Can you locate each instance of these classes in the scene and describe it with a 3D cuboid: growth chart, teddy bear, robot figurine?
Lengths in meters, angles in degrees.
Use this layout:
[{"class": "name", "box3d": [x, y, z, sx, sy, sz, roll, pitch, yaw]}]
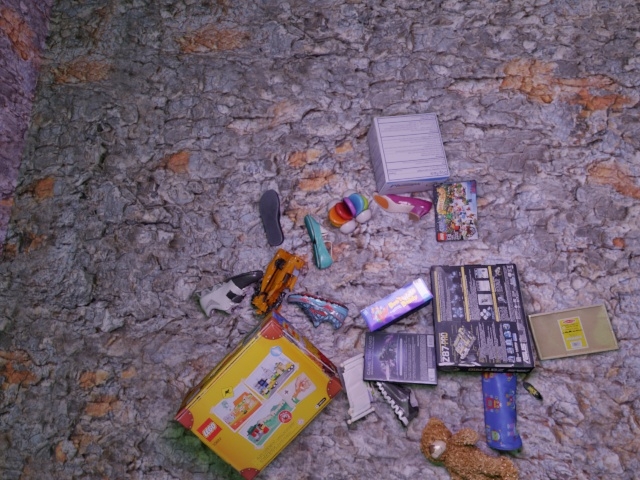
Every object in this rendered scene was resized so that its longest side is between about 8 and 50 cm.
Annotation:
[{"class": "growth chart", "box3d": [0.149, 0.560, 1.613, 0.021, 0.172, 0.237, -21, 73, 46]}, {"class": "teddy bear", "box3d": [0.509, 0.772, 1.470, 0.338, 0.113, 0.245, 38, 131, 12]}, {"class": "robot figurine", "box3d": [-0.184, 0.186, 1.761, 0.211, 0.085, 0.291, 25, 87, 52]}]

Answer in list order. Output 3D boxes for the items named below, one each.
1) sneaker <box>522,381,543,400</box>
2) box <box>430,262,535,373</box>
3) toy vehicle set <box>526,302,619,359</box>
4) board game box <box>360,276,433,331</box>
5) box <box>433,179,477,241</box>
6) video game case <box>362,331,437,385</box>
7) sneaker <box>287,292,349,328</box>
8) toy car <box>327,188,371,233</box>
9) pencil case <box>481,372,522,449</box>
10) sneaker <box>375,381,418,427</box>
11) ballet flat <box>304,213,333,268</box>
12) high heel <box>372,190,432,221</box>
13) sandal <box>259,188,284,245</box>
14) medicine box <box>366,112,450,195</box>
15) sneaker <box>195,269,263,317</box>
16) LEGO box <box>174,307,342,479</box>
[{"class": "sneaker", "box3d": [0.777, 0.548, 1.528, 0.083, 0.035, 0.031, 41, 88, 17]}, {"class": "box", "box3d": [0.575, 0.277, 1.538, 0.318, 0.097, 0.394, -2, 59, 10]}, {"class": "toy vehicle set", "box3d": [0.920, 0.335, 1.541, 0.267, 0.035, 0.166, -11, 76, 10]}, {"class": "board game box", "box3d": [0.284, 0.245, 1.537, 0.233, 0.347, 0.078, -30, 73, 4]}, {"class": "box", "box3d": [0.535, -0.116, 1.663, 0.159, 0.044, 0.233, -5, 104, 11]}, {"class": "video game case", "box3d": [0.306, 0.451, 1.619, 0.274, 0.026, 0.196, -1, 55, 13]}, {"class": "sneaker", "box3d": [-0.023, 0.293, 1.722, 0.262, 0.104, 0.125, 14, 84, 15]}, {"class": "toy car", "box3d": [0.115, -0.130, 1.761, 0.182, 0.136, 0.159, -34, 73, 4]}, {"class": "pencil case", "box3d": [0.650, 0.581, 1.507, 0.119, 0.133, 0.306, -14, 71, 50]}, {"class": "sneaker", "box3d": [0.289, 0.583, 1.610, 0.106, 0.078, 0.234, -32, 67, -10]}, {"class": "ballet flat", "box3d": [0.000, 0.000, 1.799, 0.087, 0.083, 0.247, -11, 75, -15]}, {"class": "high heel", "box3d": [0.342, -0.169, 1.766, 0.244, 0.082, 0.117, 26, 53, 30]}, {"class": "sandal", "box3d": [-0.215, -0.101, 1.878, 0.097, 0.054, 0.254, -8, 87, 18]}, {"class": "medicine box", "box3d": [0.351, -0.352, 1.713, 0.264, 0.149, 0.289, -7, 77, -8]}, {"class": "sneaker", "box3d": [-0.371, 0.232, 1.807, 0.331, 0.122, 0.146, -25, 81, 19]}, {"class": "LEGO box", "box3d": [-0.225, 0.576, 1.595, 0.500, 0.193, 0.372, -45, 97, 0]}]
